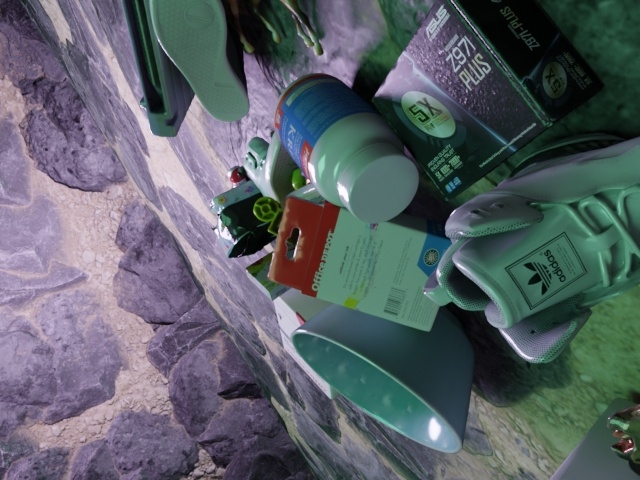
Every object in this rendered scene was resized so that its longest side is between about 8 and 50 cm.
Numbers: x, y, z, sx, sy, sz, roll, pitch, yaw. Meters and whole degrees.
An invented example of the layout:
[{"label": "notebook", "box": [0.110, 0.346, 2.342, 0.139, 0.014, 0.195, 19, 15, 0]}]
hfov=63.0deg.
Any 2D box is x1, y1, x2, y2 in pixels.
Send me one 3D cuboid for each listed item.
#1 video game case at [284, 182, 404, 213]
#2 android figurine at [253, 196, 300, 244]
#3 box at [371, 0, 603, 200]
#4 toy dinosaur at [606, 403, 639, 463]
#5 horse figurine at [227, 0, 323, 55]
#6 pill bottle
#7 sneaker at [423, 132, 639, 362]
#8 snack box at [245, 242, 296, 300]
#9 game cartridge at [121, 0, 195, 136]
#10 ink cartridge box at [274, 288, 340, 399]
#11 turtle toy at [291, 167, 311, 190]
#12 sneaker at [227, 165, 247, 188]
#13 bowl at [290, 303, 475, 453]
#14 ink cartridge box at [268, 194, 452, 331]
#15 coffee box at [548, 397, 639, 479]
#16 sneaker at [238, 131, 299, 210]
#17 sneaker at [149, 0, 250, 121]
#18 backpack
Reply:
[{"label": "video game case", "box": [0.036, -0.051, 0.832, 0.143, 0.019, 0.157, 27, 160, -23]}, {"label": "android figurine", "box": [0.000, 0.000, 0.904, 0.248, 0.056, 0.273, 28, -178, 1]}, {"label": "box", "box": [0.150, -0.145, 0.520, 0.147, 0.078, 0.180, 55, 158, 5]}, {"label": "toy dinosaur", "box": [0.365, 0.109, 0.377, 0.296, 0.127, 0.200, -4, 117, 60]}, {"label": "horse figurine", "box": [-0.077, -0.348, 0.721, 0.263, 0.066, 0.174, 26, 149, 46]}, {"label": "pill bottle", "box": [0.030, -0.120, 0.668, 0.221, 0.124, 0.124, -124, 16, -47]}, {"label": "sneaker", "box": [0.232, -0.009, 0.364, 0.137, 0.210, 0.366, 60, 157, -9]}, {"label": "snack box", "box": [-0.084, 0.063, 1.184, 0.100, 0.141, 0.037, 38, 151, 37]}, {"label": "game cartridge", "box": [-0.254, -0.377, 0.843, 0.355, 0.068, 0.230, 95, 178, -49]}, {"label": "ink cartridge box", "box": [0.000, 0.228, 1.268, 0.207, 0.117, 0.283, 41, 153, 32]}, {"label": "turtle toy", "box": [0.000, -0.103, 0.890, 0.130, 0.066, 0.095, 20, 138, 55]}, {"label": "sneaker", "box": [-0.187, -0.127, 1.263, 0.067, 0.042, 0.118, 51, 165, 23]}, {"label": "bowl", "box": [0.122, 0.182, 0.849, 0.312, 0.163, 0.311, 32, 158, 15]}, {"label": "ink cartridge box", "box": [0.058, 0.020, 0.714, 0.231, 0.078, 0.134, 17, 109, 5]}, {"label": "coffee box", "box": [0.381, 0.436, 0.502, 0.338, 0.334, 0.338, 21, 141, 52]}, {"label": "sneaker", "box": [-0.098, -0.159, 0.979, 0.151, 0.094, 0.256, 51, 156, 19]}, {"label": "sneaker", "box": [-0.190, -0.337, 0.824, 0.295, 0.105, 0.146, 72, -176, -59]}, {"label": "backpack", "box": [-0.159, -0.046, 1.157, 0.144, 0.166, 0.188, 53, 154, 12]}]
